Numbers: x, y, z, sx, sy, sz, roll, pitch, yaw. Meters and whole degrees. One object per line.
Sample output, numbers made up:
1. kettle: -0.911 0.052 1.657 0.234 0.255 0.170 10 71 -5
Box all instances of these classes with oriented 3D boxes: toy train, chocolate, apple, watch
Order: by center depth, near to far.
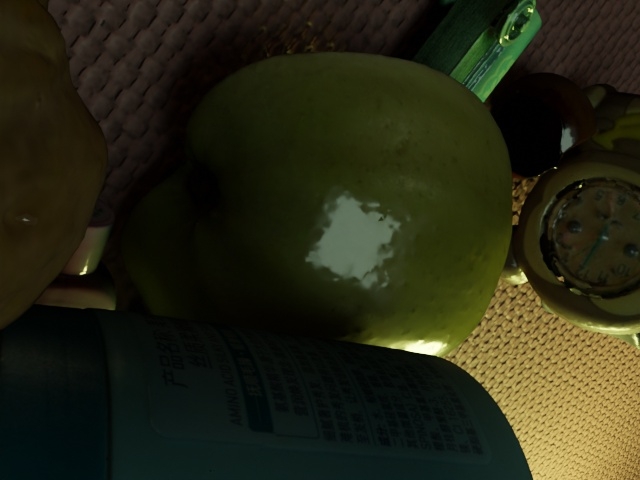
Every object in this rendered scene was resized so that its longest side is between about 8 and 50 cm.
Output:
1. apple: 0.000 0.000 0.793 0.360 0.311 0.320 15 81 -45
2. toy train: 0.140 -0.177 0.868 0.248 0.101 0.159 -51 156 2
3. chocolate: 0.270 -0.140 0.994 0.133 0.124 0.127 -42 151 -64
4. watch: 0.448 -0.023 1.158 0.326 0.314 0.335 -1 110 -57

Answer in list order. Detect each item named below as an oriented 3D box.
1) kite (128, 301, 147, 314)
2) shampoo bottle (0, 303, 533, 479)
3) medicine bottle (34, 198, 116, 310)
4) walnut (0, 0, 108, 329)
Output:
1. kite: -0.223 0.161 0.847 0.189 0.009 0.232 17 108 -48
2. shampoo bottle: -0.072 0.222 0.570 0.342 0.331 0.331 9 115 -25
3. medicine bottle: -0.240 0.049 0.676 0.119 0.094 0.188 10 113 -42
4. walnut: -0.289 -0.065 0.391 0.343 0.306 0.306 -23 133 -33
